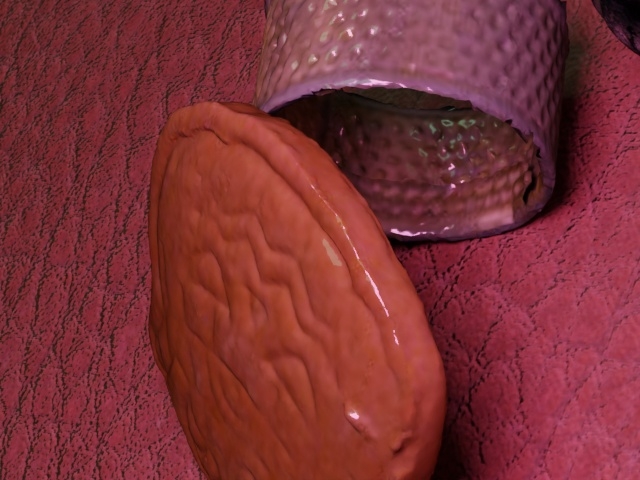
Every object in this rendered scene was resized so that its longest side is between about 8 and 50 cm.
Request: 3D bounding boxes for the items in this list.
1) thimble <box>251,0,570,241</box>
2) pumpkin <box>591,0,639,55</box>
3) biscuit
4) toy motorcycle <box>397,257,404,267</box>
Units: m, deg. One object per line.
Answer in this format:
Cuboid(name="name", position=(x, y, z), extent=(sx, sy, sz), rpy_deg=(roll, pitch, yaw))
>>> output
Cuboid(name="thimble", position=(0.073, -0.123, 1.477), extent=(0.271, 0.271, 0.150), rpy_deg=(-12, 56, 35))
Cuboid(name="pumpkin", position=(0.326, -0.250, 1.405), extent=(0.250, 0.216, 0.250), rpy_deg=(-5, 64, 9))
Cuboid(name="biscuit", position=(-0.042, 0.083, 1.405), extent=(0.385, 0.062, 0.365), rpy_deg=(46, 138, 40))
Cuboid(name="toy motorcycle", position=(0.000, 0.000, 1.608), extent=(0.124, 0.061, 0.193), rpy_deg=(-31, 52, 10))
